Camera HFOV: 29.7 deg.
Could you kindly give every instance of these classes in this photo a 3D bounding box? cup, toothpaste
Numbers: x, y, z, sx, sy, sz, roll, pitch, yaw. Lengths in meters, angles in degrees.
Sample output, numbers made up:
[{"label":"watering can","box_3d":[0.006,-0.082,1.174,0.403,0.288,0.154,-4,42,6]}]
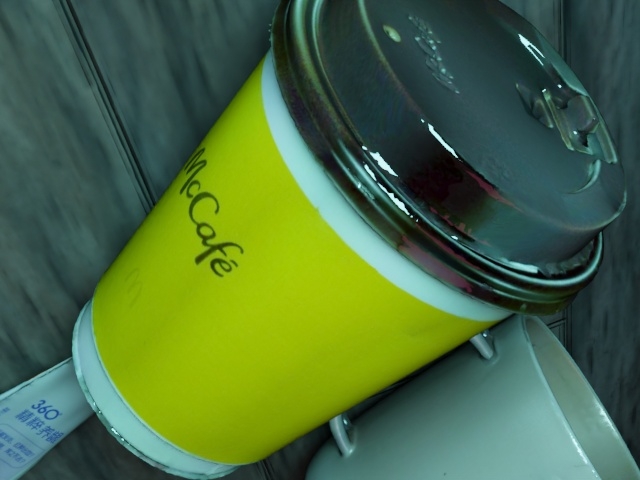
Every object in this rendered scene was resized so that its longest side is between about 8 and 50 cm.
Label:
[{"label":"cup","box_3d":[0.092,0.158,0.848,0.200,0.191,0.253,-32,111,15]},{"label":"toothpaste","box_3d":[-0.252,0.153,0.758,0.301,0.048,0.075,-30,130,5]},{"label":"cup","box_3d":[0.000,0.000,0.611,0.196,0.196,0.280,17,135,-39]}]
